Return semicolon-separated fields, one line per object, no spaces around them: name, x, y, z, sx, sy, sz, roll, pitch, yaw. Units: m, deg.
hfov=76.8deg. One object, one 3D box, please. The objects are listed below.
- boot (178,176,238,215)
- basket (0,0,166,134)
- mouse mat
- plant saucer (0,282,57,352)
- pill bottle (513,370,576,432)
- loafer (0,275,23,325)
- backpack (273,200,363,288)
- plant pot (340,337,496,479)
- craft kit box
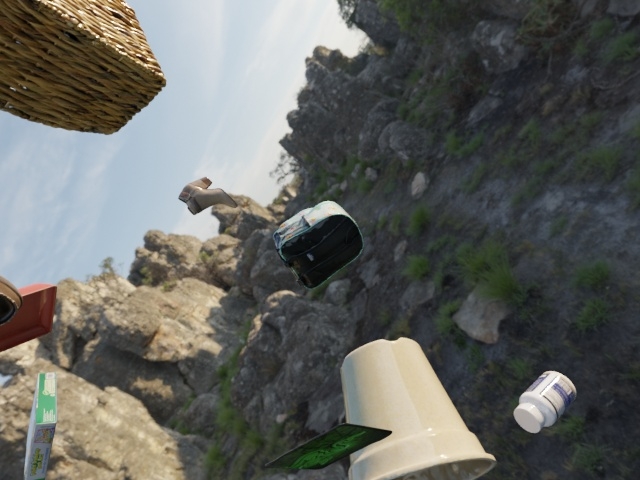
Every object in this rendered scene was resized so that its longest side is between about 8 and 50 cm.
boot;-0.263;-0.090;0.933;0.087;0.118;0.042;-50;-3;-23
basket;-0.459;-0.341;0.678;0.213;0.223;0.299;-34;-18;17
mouse mat;0.016;0.362;0.701;0.189;0.152;0.007;-38;45;23
plant saucer;-0.860;0.220;1.076;0.259;0.048;0.258;-23;-23;-48
pill bottle;0.590;0.429;1.070;0.169;0.094;0.094;-24;-12;-30
loafer;-0.753;0.115;0.759;0.134;0.130;0.366;-42;-29;2
backpack;0.000;0.000;0.971;0.188;0.166;0.144;-30;30;5
plant pot;0.187;0.418;0.966;0.334;0.333;0.306;-53;36;35
craft kit box;-0.862;0.584;1.244;0.250;0.060;0.247;30;110;53
